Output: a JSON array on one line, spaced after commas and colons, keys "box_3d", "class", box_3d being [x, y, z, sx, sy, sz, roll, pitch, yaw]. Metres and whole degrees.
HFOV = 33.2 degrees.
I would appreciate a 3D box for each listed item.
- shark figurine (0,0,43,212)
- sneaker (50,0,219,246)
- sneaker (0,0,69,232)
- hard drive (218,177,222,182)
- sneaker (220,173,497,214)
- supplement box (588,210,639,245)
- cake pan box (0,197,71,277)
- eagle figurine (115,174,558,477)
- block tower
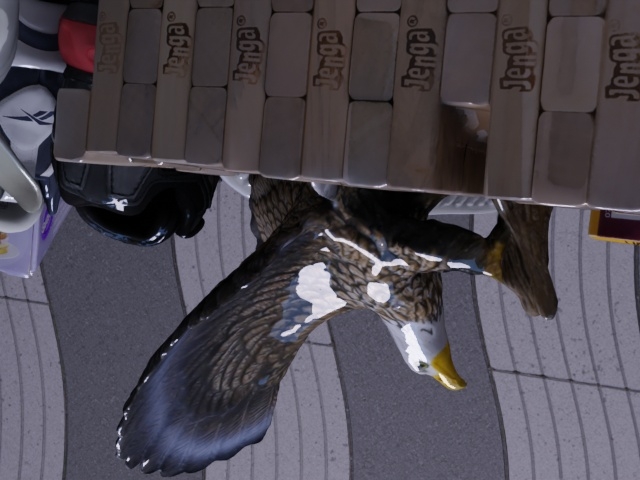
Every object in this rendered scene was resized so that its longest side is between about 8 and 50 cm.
[{"box_3d": [-0.222, -0.098, 0.504, 0.278, 0.116, 0.166, -1, 146, 23], "class": "shark figurine"}, {"box_3d": [-0.101, -0.066, 0.661, 0.098, 0.135, 0.276, 13, -176, 2], "class": "sneaker"}, {"box_3d": [-0.228, -0.077, 0.709, 0.094, 0.153, 0.235, 5, -177, -40], "class": "sneaker"}, {"box_3d": [-0.249, -0.112, 1.247, 0.237, 0.064, 0.339, 6, -178, -13], "class": "hard drive"}, {"box_3d": [0.036, -0.078, 1.111, 0.366, 0.135, 0.150, 6, 180, -30], "class": "sneaker"}, {"box_3d": [0.258, -0.042, 0.642, 0.188, 0.104, 0.081, 4, -177, -33], "class": "supplement box"}, {"box_3d": [-0.316, -0.081, 0.839, 0.267, 0.070, 0.245, 12, -153, -1], "class": "cake pan box"}, {"box_3d": [0.004, 0.010, 0.618, 0.298, 0.225, 0.226, -15, 176, 37], "class": "eagle figurine"}, {"box_3d": [0.061, -0.059, 0.379, 0.335, 0.097, 0.091, 6, -178, 30], "class": "block tower"}]
